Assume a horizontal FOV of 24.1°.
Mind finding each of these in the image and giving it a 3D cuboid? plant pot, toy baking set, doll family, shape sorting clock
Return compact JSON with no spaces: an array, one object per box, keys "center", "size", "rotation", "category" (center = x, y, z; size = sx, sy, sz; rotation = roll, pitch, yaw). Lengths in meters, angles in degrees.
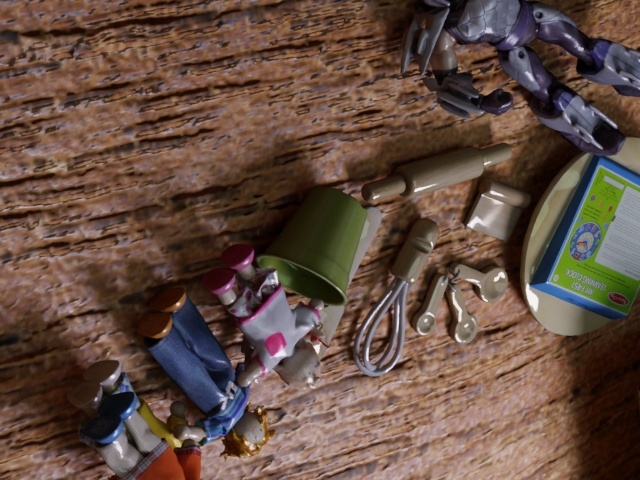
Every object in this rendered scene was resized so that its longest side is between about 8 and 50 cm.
[{"center":[0.000,0.000,1.238],"size":[0.083,0.083,0.079],"rotation":[41,67,-39],"category":"plant pot"},{"center":[0.093,0.018,1.337],"size":[0.256,0.030,0.197],"rotation":[-13,114,-33],"category":"toy baking set"},{"center":[-0.102,0.133,1.197],"size":[0.263,0.118,0.163],"rotation":[-52,125,-33],"category":"doll family"},{"center":[0.269,-0.004,1.455],"size":[0.206,0.040,0.206],"rotation":[-17,118,-35],"category":"shape sorting clock"}]

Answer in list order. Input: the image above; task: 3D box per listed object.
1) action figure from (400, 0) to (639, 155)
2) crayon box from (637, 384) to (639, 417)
[{"center":[0.178,-0.177,1.292],"size":[0.285,0.099,0.185],"rotation":[27,98,-36],"category":"action figure"},{"center":[0.400,0.247,1.568],"size":[0.202,0.081,0.319],"rotation":[-46,135,-52],"category":"crayon box"}]
